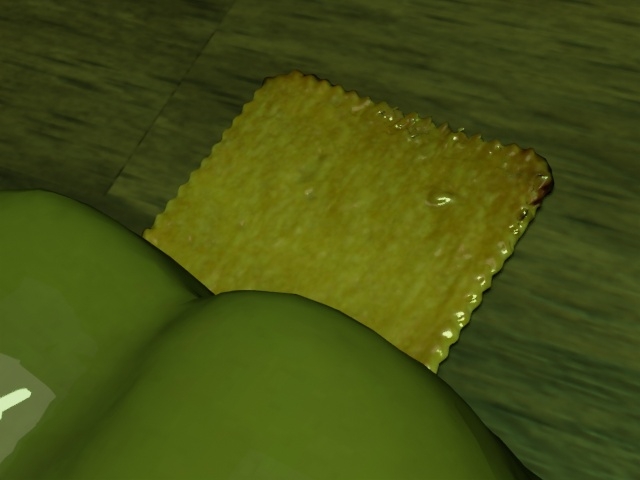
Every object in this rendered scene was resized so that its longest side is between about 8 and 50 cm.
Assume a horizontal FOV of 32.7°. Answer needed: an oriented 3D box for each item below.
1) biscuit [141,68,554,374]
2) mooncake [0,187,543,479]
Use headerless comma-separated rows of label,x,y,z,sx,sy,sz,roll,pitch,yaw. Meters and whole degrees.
biscuit,0.000,0.000,0.700,0.232,0.013,0.237,23,66,27
mooncake,-0.110,0.213,0.402,0.467,0.262,0.467,-14,51,17
